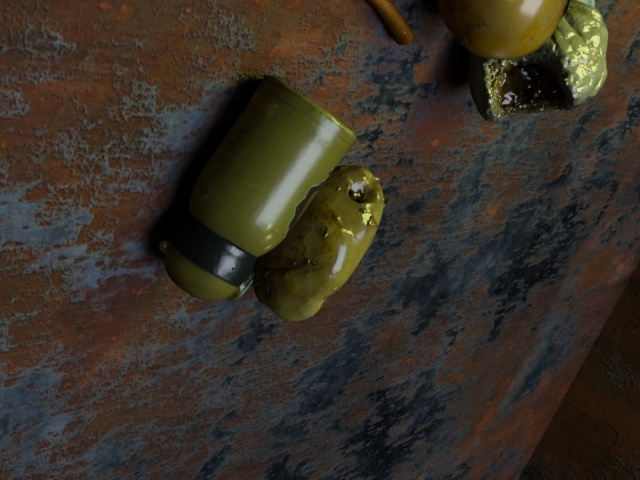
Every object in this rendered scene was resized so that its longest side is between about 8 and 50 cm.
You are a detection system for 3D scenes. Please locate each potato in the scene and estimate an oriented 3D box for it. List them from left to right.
[{"bbox_3d":[0.000,0.000,1.793,0.300,0.173,0.140,-54,135,-2],"label":"potato"}]

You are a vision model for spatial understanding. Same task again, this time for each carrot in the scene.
[{"bbox_3d":[0.108,-0.380,1.708,0.037,0.037,0.190,-54,146,0],"label":"carrot"}]

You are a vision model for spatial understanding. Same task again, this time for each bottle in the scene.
[{"bbox_3d":[-0.109,-0.067,1.584,0.351,0.171,0.171,-55,150,6],"label":"bottle"}]

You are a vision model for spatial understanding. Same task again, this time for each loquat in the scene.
[{"bbox_3d":[0.313,-0.428,1.750,0.235,0.235,0.235,-35,145,-30],"label":"loquat"}]

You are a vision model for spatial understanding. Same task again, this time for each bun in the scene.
[{"bbox_3d":[0.405,-0.359,1.943,0.281,0.281,0.205,-35,124,-31],"label":"bun"}]

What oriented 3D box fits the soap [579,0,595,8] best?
[{"bbox_3d":[0.489,-0.464,2.071,0.066,0.119,0.198,-45,149,-11],"label":"soap"}]
